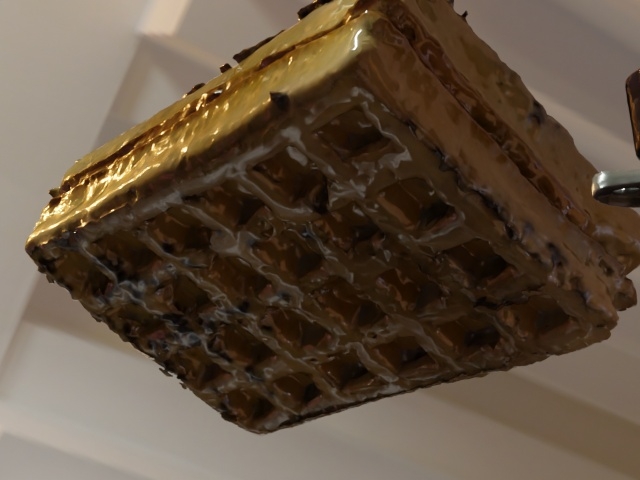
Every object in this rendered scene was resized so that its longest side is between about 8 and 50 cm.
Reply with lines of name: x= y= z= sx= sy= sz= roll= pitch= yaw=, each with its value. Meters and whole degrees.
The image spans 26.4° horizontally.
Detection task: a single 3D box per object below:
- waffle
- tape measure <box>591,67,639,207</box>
waffle: x=0.000 y=0.000 z=0.910 sx=0.261 sy=0.114 sz=0.376 roll=40 pitch=-39 yaw=-23
tape measure: x=0.229 y=-0.064 z=0.578 sx=0.178 sy=0.105 sz=0.196 roll=26 pitch=-41 yaw=-30
